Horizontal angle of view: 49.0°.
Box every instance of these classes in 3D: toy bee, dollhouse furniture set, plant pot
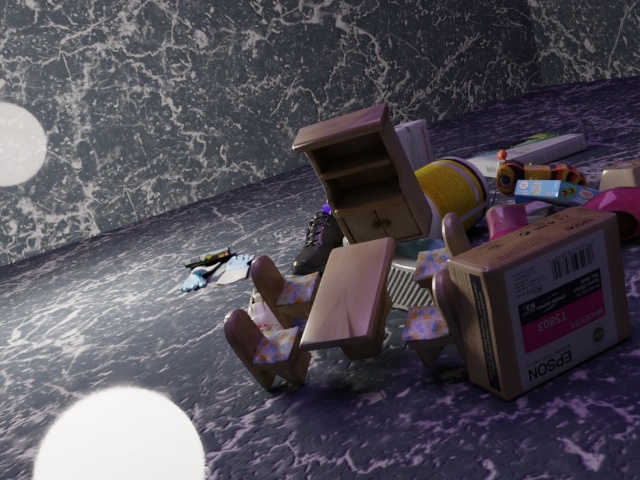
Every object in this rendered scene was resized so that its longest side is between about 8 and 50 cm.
[{"bbox_3d":[0.498,-0.147,1.729,0.298,0.162,0.195,-16,16,-1],"label":"toy bee"},{"bbox_3d":[0.050,-0.001,1.150,0.362,0.256,0.394,-13,35,27],"label":"dollhouse furniture set"},{"bbox_3d":[0.685,-0.123,1.559,0.109,0.096,0.109,-24,17,-32],"label":"plant pot"}]

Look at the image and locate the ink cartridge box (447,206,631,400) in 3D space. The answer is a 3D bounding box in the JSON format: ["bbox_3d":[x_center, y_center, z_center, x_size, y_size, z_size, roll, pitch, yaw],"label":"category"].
[{"bbox_3d":[0.306,0.081,0.969,0.234,0.193,0.088,-22,17,-21],"label":"ink cartridge box"}]

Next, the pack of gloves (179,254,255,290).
[{"bbox_3d":[-0.288,0.074,1.954,0.195,0.046,0.232,-15,14,7],"label":"pack of gloves"}]

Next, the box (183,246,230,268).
[{"bbox_3d":[-0.337,0.051,2.102,0.137,0.027,0.094,-17,3,-4],"label":"box"}]

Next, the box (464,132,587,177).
[{"bbox_3d":[0.660,-0.281,2.288,0.321,0.059,0.232,-18,14,-15],"label":"box"}]

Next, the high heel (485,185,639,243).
[{"bbox_3d":[0.506,0.006,1.329,0.377,0.127,0.181,-7,47,11],"label":"high heel"}]

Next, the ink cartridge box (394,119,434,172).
[{"bbox_3d":[0.269,-0.291,2.456,0.114,0.197,0.272,-2,19,45],"label":"ink cartridge box"}]

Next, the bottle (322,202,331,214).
[{"bbox_3d":[0.146,-0.098,2.004,0.282,0.118,0.092,-22,6,-27],"label":"bottle"}]

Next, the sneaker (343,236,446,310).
[{"bbox_3d":[0.186,0.053,1.366,0.150,0.135,0.366,-21,26,-26],"label":"sneaker"}]

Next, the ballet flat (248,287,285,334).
[{"bbox_3d":[-0.118,0.150,1.403,0.091,0.077,0.241,-15,14,-3],"label":"ballet flat"}]

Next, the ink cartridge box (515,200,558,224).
[{"bbox_3d":[0.469,-0.043,1.563,0.099,0.056,0.135,-8,15,31],"label":"ink cartridge box"}]

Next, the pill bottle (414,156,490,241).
[{"bbox_3d":[0.235,-0.063,1.623,0.187,0.188,0.334,-2,19,43],"label":"pill bottle"}]

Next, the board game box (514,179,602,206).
[{"bbox_3d":[0.542,-0.086,1.471,0.211,0.039,0.160,13,1,-16],"label":"board game box"}]

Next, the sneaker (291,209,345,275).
[{"bbox_3d":[0.000,0.000,1.756,0.109,0.130,0.286,-6,18,27],"label":"sneaker"}]
